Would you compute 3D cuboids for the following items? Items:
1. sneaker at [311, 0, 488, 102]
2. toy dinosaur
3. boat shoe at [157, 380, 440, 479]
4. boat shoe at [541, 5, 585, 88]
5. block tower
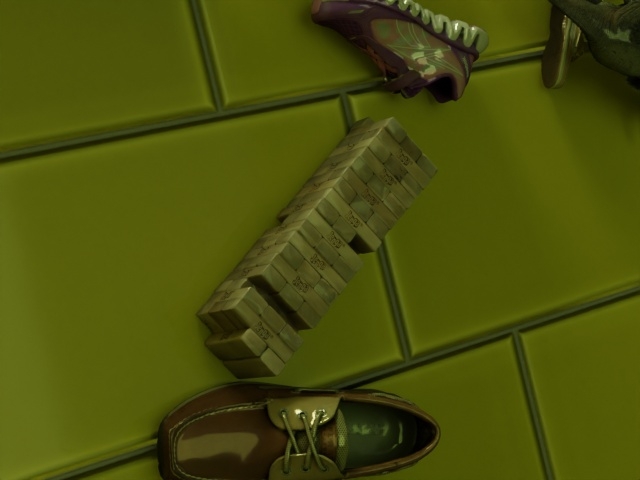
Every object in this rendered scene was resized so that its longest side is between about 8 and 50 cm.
[{"bbox_3d":[0.092,-0.225,1.635,0.236,0.095,0.104,15,84,-30],"label":"sneaker"},{"bbox_3d":[0.393,-0.264,1.757,0.313,0.121,0.160,27,49,-48],"label":"toy dinosaur"},{"bbox_3d":[-0.014,0.208,1.496,0.324,0.120,0.122,-3,85,-31],"label":"boat shoe"},{"bbox_3d":[0.321,-0.256,1.796,0.045,0.050,0.135,19,74,-22],"label":"boat shoe"},{"bbox_3d":[0.000,0.000,1.546,0.091,0.097,0.335,47,62,-18],"label":"block tower"}]
